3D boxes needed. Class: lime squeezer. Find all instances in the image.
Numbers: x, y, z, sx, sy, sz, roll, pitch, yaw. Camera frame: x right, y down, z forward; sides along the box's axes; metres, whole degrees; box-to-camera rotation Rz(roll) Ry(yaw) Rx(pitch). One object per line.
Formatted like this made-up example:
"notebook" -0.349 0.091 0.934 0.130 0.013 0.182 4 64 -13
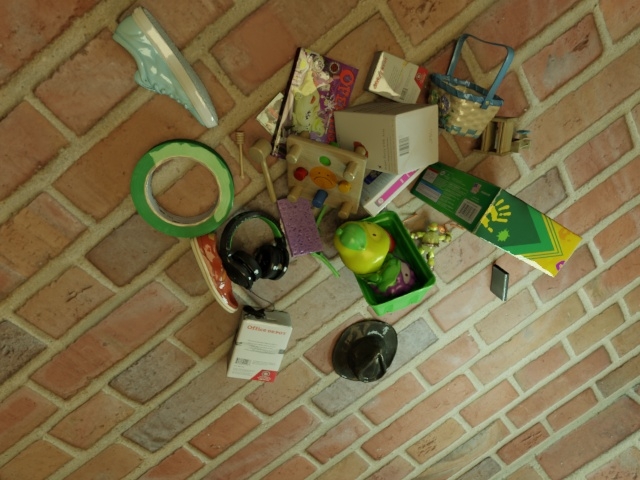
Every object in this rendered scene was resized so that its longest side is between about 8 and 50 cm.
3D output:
"lime squeezer" 0.000 0.000 1.512 0.110 0.059 0.310 6 115 29

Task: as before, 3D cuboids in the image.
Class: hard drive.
"hard drive" 0.778 0.182 1.762 0.022 0.094 0.135 -10 114 -9

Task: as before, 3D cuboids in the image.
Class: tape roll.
"tape roll" -0.449 -0.170 1.345 0.321 0.077 0.321 -4 113 -10

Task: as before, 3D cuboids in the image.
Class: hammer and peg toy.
"hammer and peg toy" -0.037 -0.219 1.309 0.361 0.127 0.266 18 146 11

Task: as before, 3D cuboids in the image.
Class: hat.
"hat" 0.210 0.515 1.756 0.331 0.134 0.331 -4 114 -10

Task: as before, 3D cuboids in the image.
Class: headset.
"headset" -0.242 0.092 1.456 0.243 0.185 0.394 -14 102 -39

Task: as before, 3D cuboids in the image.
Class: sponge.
"sponge" -0.073 -0.051 1.432 0.117 0.031 0.210 -13 82 -23

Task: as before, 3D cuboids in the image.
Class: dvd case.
"dvd case" -0.145 -0.415 1.343 0.119 0.013 0.087 -43 115 8

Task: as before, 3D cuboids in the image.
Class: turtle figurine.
"turtle figurine" 0.442 0.016 1.619 0.269 0.087 0.217 4 112 -14

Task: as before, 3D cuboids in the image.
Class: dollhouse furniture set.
"dollhouse furniture set" 0.672 -0.393 1.494 0.184 0.129 0.129 -17 117 -32

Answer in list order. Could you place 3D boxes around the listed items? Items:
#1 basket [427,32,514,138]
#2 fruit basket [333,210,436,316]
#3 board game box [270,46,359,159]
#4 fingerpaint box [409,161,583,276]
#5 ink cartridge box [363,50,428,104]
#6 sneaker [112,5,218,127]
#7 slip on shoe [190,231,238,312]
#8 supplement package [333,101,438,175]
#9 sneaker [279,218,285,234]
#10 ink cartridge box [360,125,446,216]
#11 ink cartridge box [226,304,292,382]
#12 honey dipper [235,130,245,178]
"basket" 0.480 -0.498 1.317 0.201 0.255 0.289 6 121 -23
"fruit basket" 0.195 0.041 1.396 0.283 0.392 0.392 -19 115 -4
"board game box" -0.025 -0.423 1.341 0.208 0.056 0.347 9 111 -26
"fingerpaint box" 0.579 -0.097 1.404 0.371 0.445 0.163 25 105 -20
"ink cartridge box" 0.247 -0.534 1.347 0.175 0.072 0.127 14 109 -18
"sneaker" -0.452 -0.474 1.196 0.150 0.135 0.366 -31 107 10
"slip on shoe" -0.363 0.119 1.470 0.101 0.123 0.331 -21 111 -8
"supplement package" 0.201 -0.330 1.281 0.175 0.293 0.177 -23 118 -28
"sneaker" -0.085 -0.031 1.475 0.075 0.063 0.170 -18 111 27
"ink cartridge box" 0.272 -0.253 1.416 0.069 0.176 0.371 40 99 -24
"ink cartridge box" -0.246 0.412 1.618 0.197 0.114 0.273 14 110 -17
"honey dipper" -0.265 -0.284 1.365 0.030 0.030 0.160 -5 116 -11
